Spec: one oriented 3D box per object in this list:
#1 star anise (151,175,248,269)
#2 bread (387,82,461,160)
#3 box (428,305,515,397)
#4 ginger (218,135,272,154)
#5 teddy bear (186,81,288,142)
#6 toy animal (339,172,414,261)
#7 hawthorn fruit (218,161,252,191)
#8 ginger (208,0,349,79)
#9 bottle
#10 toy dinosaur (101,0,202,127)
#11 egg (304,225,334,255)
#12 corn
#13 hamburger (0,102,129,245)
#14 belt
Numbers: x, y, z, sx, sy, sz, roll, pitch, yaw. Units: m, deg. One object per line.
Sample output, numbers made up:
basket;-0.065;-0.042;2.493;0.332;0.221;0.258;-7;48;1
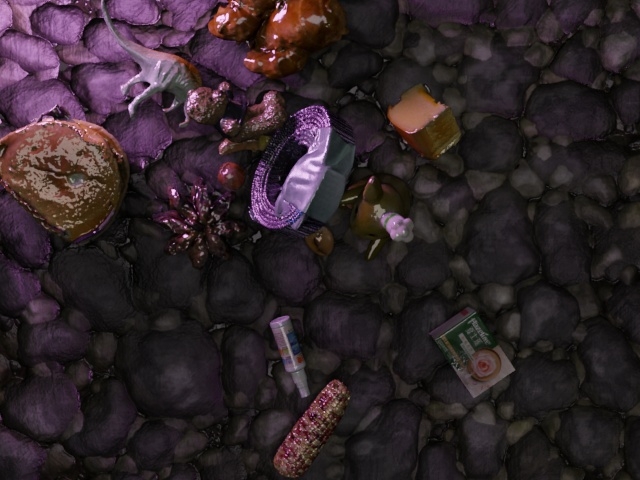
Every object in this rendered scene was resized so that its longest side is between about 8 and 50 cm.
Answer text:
star anise;-0.309;-0.037;1.835;0.236;0.109;0.223;25;99;-7
bread;0.260;-0.305;1.854;0.140;0.169;0.160;-40;56;2
box;0.396;0.292;1.914;0.135;0.081;0.199;-35;99;2
ginger;-0.191;-0.250;1.846;0.137;0.044;0.057;-8;114;0
teddy bear;-0.204;-0.302;1.777;0.251;0.182;0.129;8;119;-18
toy animal;0.125;-0.065;1.735;0.180;0.363;0.181;-38;93;16
hawthorn fruit;-0.215;-0.152;1.853;0.067;0.067;0.103;-42;123;2
ginger;-0.124;-0.561;1.766;0.357;0.152;0.274;44;113;-6
bottle;-0.074;0.307;1.904;0.060;0.060;0.217;-17;97;0
toy dinosaur;-0.413;-0.406;1.785;0.205;0.092;0.393;-34;99;-8
egg;0.000;0.000;1.868;0.071;0.071;0.083;-27;112;1
corn;-0.018;0.493;1.911;0.098;0.098;0.290;33;91;-6
hamburger;-0.610;-0.159;1.762;0.277;0.195;0.318;-39;99;-1
belt;-0.041;-0.163;1.755;0.122;0.260;0.325;24;98;-41
